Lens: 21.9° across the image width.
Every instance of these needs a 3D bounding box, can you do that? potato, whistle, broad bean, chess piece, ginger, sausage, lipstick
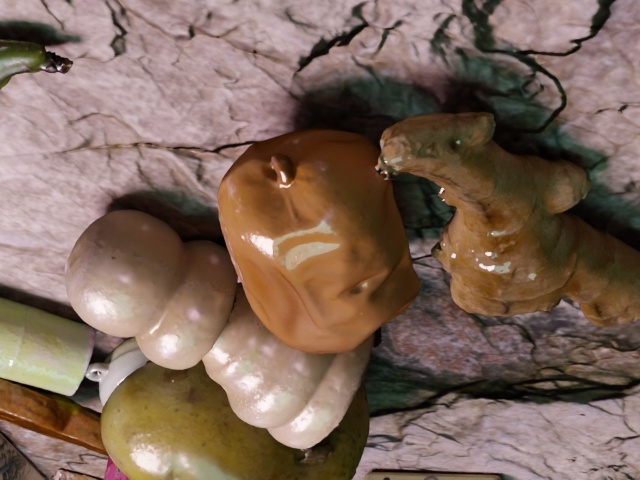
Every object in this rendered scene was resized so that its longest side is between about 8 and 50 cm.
[{"bbox_3d":[-0.064,0.189,1.529,0.271,0.111,0.160,7,124,-25],"label":"potato"},{"bbox_3d":[-0.105,0.145,1.599,0.258,0.067,0.126,15,138,-22],"label":"whistle"},{"bbox_3d":[-0.261,-0.103,1.212,0.061,0.046,0.195,32,141,-32],"label":"broad bean"},{"bbox_3d":[-0.092,0.060,1.394,0.261,0.143,0.142,29,144,-22],"label":"chess piece"},{"bbox_3d":[0.143,-0.012,1.247,0.148,0.081,0.333,-14,145,26],"label":"ginger"},{"bbox_3d":[0.000,0.000,1.255,0.136,0.120,0.241,-21,147,-6],"label":"sausage"},{"bbox_3d":[-0.360,0.069,1.507,0.304,0.076,0.076,20,148,-21],"label":"lipstick"}]

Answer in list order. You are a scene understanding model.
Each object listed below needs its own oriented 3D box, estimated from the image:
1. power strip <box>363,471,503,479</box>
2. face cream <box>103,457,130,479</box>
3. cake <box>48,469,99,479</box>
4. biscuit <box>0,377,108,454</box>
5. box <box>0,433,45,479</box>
[{"bbox_3d":[0.119,0.278,1.817,0.168,0.028,0.076,0,150,10],"label":"power strip"},{"bbox_3d":[-0.159,0.330,1.799,0.175,0.195,0.175,4,150,3],"label":"face cream"},{"bbox_3d":[-0.260,0.299,1.939,0.121,0.065,0.052,-3,158,-31],"label":"cake"},{"bbox_3d":[-0.316,0.154,1.635,0.290,0.041,0.208,20,167,-1],"label":"biscuit"},{"bbox_3d":[-0.433,0.247,1.842,0.164,0.069,0.256,-2,149,15],"label":"box"}]
